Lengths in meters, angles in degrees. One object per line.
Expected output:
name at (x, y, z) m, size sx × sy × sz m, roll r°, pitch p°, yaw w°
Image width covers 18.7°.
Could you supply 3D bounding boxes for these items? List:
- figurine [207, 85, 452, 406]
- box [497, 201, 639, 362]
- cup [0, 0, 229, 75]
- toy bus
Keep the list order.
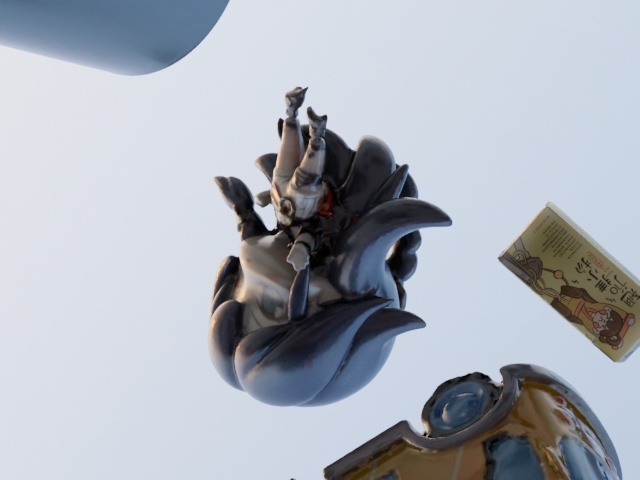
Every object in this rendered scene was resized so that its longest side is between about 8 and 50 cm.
figurine at (0.000, 0.016, 1.669) m, size 0.265 × 0.197 × 0.175 m, roll -58°, pitch -163°, yaw 22°
box at (0.235, 0.039, 1.732) m, size 0.073 × 0.149 × 0.020 m, roll -51°, pitch 177°, yaw 25°
cup at (-0.223, -0.236, 1.352) m, size 0.205 × 0.205 × 0.312 m, roll 16°, pitch -174°, yaw 39°
toy bus at (0.065, 0.169, 0.967) m, size 0.209 × 0.126 × 0.136 m, roll -32°, pitch -150°, yaw 5°
